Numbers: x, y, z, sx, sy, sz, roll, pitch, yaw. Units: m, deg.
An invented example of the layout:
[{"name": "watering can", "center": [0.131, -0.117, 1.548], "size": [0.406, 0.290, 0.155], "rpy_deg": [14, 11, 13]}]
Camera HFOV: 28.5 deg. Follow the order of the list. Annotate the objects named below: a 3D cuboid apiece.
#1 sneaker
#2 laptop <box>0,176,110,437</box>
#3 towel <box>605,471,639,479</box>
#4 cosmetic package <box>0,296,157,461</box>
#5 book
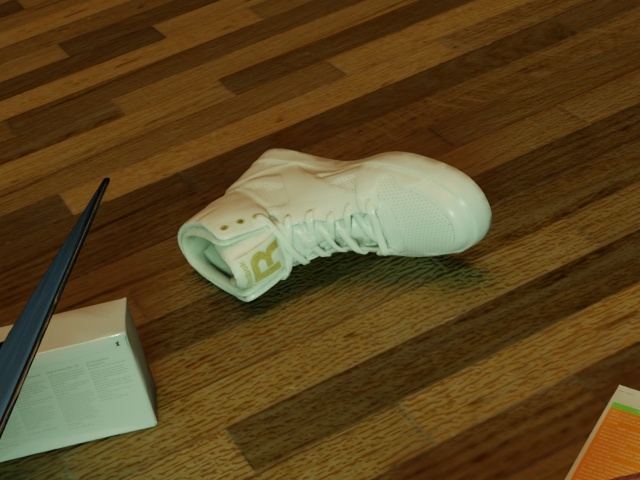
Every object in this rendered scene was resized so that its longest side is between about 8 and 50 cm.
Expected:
[{"name": "sneaker", "center": [0.000, 0.000, 1.136], "size": [0.292, 0.108, 0.169], "rpy_deg": [6, 37, 44]}, {"name": "laptop", "center": [-0.351, 0.158, 0.795], "size": [0.407, 0.236, 0.382], "rpy_deg": [5, 51, 13]}, {"name": "towel", "center": [0.047, 0.255, 0.695], "size": [0.237, 0.037, 0.329], "rpy_deg": [-19, 21, 43]}, {"name": "cosmetic package", "center": [-0.262, 0.125, 1.034], "size": [0.239, 0.099, 0.060], "rpy_deg": [-13, 32, 0]}, {"name": "book", "center": [0.220, 0.167, 0.851], "size": [0.096, 0.035, 0.144], "rpy_deg": [14, 41, 31]}]
